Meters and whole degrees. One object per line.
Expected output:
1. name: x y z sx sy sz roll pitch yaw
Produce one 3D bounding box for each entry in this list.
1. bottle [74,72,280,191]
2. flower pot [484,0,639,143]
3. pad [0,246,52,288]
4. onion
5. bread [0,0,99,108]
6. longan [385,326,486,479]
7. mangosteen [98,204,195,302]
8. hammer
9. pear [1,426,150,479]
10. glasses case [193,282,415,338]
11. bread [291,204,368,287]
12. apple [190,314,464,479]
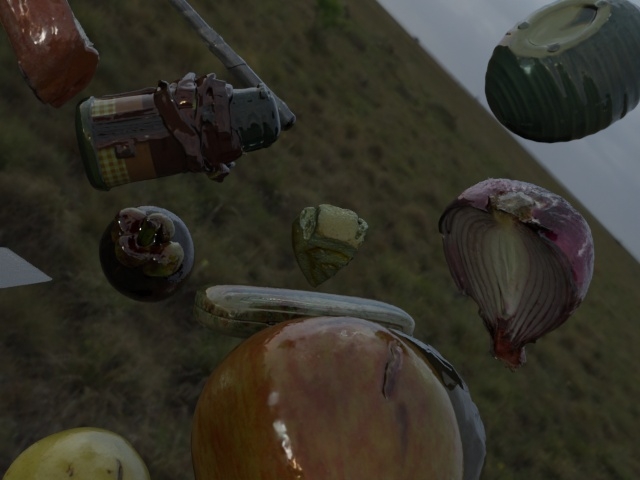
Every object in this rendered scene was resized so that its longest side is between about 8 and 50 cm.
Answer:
1. bottle: -0.190 -0.145 1.266 0.143 0.271 0.156 -105 -173 -53
2. flower pot: 0.341 -0.236 1.250 0.157 0.243 0.189 60 1 -46
3. pad: -0.549 0.045 1.579 0.157 0.003 0.112 26 21 34
4. onion: 0.347 0.048 1.554 0.267 0.159 0.348 32 -37 37
5. bread: -0.454 -0.355 1.474 0.244 0.123 0.190 61 -6 4
6. longan: 0.061 0.325 1.454 0.391 0.391 0.391 43 13 -12
7. mangosteen: -0.334 0.020 1.775 0.194 0.194 0.230 47 -16 4
8. hammer: -0.188 -0.341 1.481 0.427 0.044 0.152 48 -20 5
9. pear: -0.465 0.511 1.765 0.309 0.309 0.309 43 13 -12
10. glasses case: -0.025 0.143 1.704 0.425 0.098 0.156 8 9 -23
11. bread: -0.004 0.002 1.555 0.110 0.156 0.103 28 48 -16
12. apple: 0.009 0.213 0.873 0.264 0.264 0.264 43 13 -12
